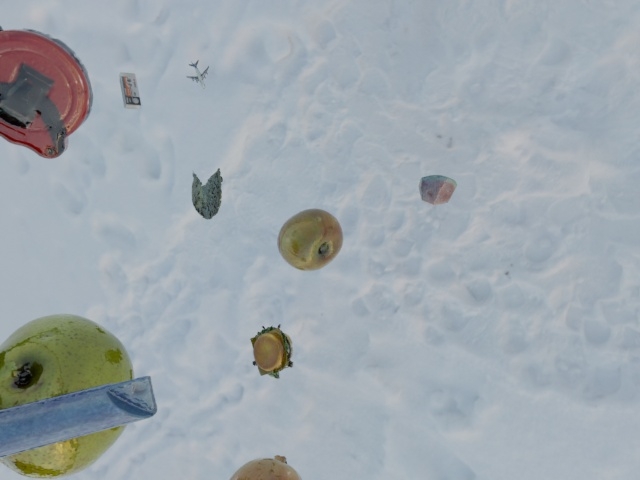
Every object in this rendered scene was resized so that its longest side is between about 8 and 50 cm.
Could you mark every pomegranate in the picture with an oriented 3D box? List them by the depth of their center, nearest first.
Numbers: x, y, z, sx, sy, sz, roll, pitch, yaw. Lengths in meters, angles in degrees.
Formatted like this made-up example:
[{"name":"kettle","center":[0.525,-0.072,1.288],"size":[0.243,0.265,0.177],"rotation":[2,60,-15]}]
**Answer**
[{"name":"pomegranate","center":[-0.124,0.589,1.038],"size":[0.191,0.191,0.191],"rotation":[12,114,30]}]

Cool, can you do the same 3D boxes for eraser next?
[{"name":"eraser","center":[-0.640,-0.503,1.542],"size":[0.029,0.052,0.122],"rotation":[-26,75,54]}]

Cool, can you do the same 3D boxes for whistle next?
[{"name":"whistle","center":[-0.370,0.236,0.581],"size":[0.062,0.305,0.062],"rotation":[170,90,-73]}]

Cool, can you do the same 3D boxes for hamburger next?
[{"name":"hamburger","center":[-0.165,0.396,1.636],"size":[0.164,0.093,0.189],"rotation":[-12,76,32]}]

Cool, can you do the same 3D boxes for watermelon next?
[{"name":"watermelon","center":[0.285,-0.124,1.103],"size":[0.092,0.085,0.072],"rotation":[143,116,-69]}]

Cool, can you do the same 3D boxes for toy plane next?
[{"name":"toy plane","center":[-0.357,-0.486,1.349],"size":[0.078,0.024,0.084],"rotation":[-18,109,15]}]

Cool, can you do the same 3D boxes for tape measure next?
[{"name":"tape measure","center":[-0.625,-0.317,0.969],"size":[0.260,0.253,0.114],"rotation":[-57,31,9]}]

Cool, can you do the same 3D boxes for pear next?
[{"name":"pear","center":[-0.483,0.279,0.843],"size":[0.295,0.294,0.294],"rotation":[12,114,30]}]

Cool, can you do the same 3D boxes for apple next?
[{"name":"apple","center":[-0.031,-0.004,1.276],"size":[0.155,0.183,0.182],"rotation":[41,129,48]}]

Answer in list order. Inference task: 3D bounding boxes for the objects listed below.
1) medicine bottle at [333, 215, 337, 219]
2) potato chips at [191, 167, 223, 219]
[{"name":"medicine bottle","center":[0.000,0.000,1.571],"size":[0.070,0.119,0.183],"rotation":[19,117,2]},{"name":"potato chips","center":[-0.436,-0.185,1.735],"size":[0.220,0.029,0.201],"rotation":[22,108,44]}]
